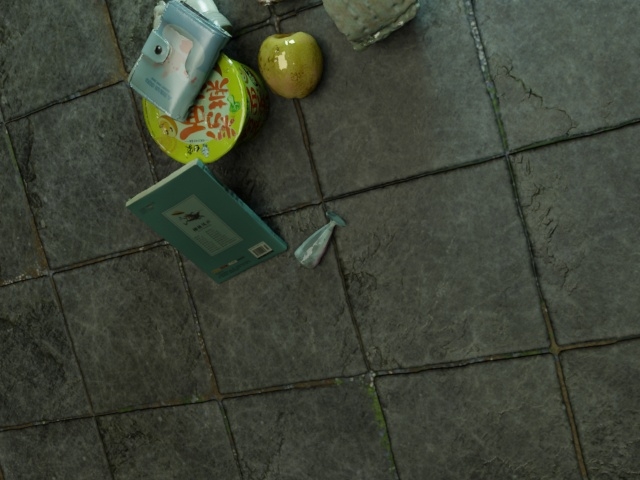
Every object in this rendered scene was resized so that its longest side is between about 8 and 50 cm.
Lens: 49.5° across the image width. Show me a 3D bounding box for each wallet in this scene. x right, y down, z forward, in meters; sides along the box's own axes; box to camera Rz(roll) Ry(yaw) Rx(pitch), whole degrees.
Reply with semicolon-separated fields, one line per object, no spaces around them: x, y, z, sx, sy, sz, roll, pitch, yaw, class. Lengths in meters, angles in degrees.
-0.347;-0.436;1.688;0.176;0.075;0.250;37;111;5;wallet

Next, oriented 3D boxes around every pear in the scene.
-0.075;-0.447;1.780;0.178;0.178;0.178;4;102;21;pear

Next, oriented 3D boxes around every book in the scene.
-0.305;-0.038;1.889;0.264;0.031;0.379;-26;128;23;book

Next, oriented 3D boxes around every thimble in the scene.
0.100;-0.603;1.599;0.195;0.291;0.291;-28;89;20;thimble

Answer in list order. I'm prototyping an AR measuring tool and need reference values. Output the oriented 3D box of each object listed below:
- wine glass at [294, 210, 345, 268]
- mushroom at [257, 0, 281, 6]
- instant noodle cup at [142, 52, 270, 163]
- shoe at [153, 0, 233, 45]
0.000;0.000;1.874;0.073;0.073;0.155;42;112;9;wine glass
-0.125;-0.706;1.719;0.254;0.184;0.255;-2;84;25;mushroom
-0.283;-0.363;1.834;0.311;0.221;0.311;4;102;20;instant noodle cup
-0.403;-0.555;1.904;0.342;0.132;0.211;-33;75;27;shoe
